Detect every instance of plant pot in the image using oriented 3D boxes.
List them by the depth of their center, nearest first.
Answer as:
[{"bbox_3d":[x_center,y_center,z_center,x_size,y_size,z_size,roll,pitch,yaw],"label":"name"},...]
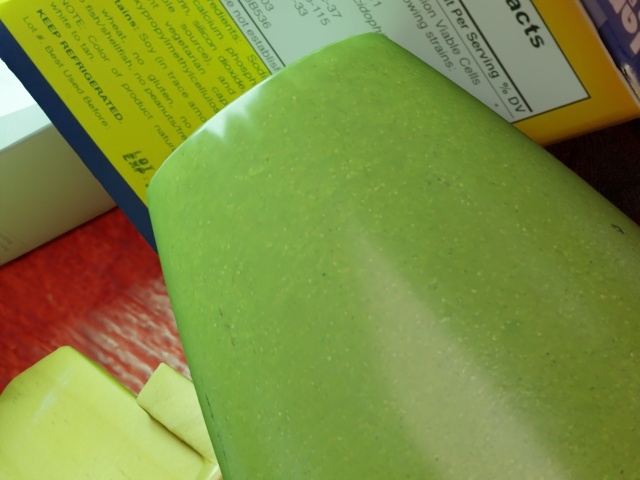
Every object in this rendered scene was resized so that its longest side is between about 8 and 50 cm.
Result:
[{"bbox_3d":[0.055,0.062,0.692,0.275,0.275,0.293,-35,83,4],"label":"plant pot"}]

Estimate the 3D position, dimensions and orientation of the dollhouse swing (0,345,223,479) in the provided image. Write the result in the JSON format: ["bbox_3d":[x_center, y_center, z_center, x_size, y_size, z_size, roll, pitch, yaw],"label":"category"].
[{"bbox_3d":[-0.106,0.275,0.916,0.315,0.305,0.347,36,82,-14],"label":"dollhouse swing"}]

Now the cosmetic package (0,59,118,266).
[{"bbox_3d":[-0.229,-0.121,1.071,0.224,0.138,0.224,-26,63,7],"label":"cosmetic package"}]

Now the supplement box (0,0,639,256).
[{"bbox_3d":[0.017,-0.150,0.843,0.356,0.194,0.195,-16,29,42],"label":"supplement box"}]

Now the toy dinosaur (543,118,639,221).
[{"bbox_3d":[0.174,-0.068,0.921,0.313,0.160,0.121,-40,21,-12],"label":"toy dinosaur"}]
